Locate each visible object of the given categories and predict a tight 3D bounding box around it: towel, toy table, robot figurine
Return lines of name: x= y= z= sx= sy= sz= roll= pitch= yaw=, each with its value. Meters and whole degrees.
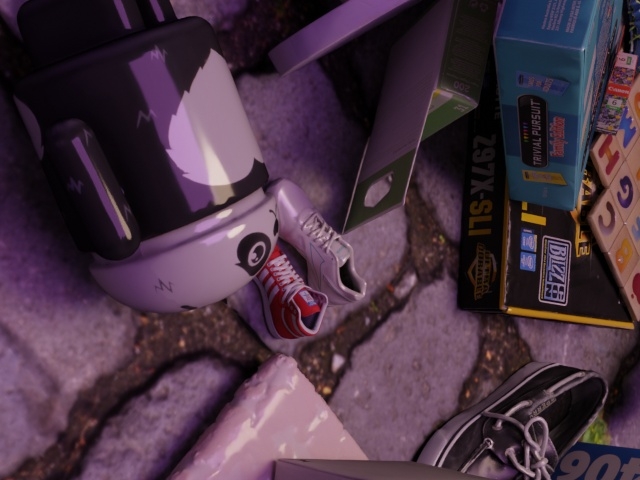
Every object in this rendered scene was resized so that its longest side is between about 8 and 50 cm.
towel: x=-0.055 y=0.328 z=0.938 sx=0.332 sy=0.053 sz=0.317 roll=-49 pitch=118 yaw=-29
toy table: x=0.045 y=-0.293 z=0.951 sx=0.274 sy=0.252 sz=0.161 roll=-29 pitch=97 yaw=-3
robot figurine: x=-0.137 y=-0.077 z=0.814 sx=0.209 sy=0.173 sz=0.278 roll=-27 pitch=104 yaw=-29

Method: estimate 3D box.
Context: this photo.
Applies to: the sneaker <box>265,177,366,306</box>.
sneaker: x=0.000 y=0.000 z=0.997 sx=0.054 sy=0.061 sz=0.152 roll=-44 pitch=113 yaw=-30

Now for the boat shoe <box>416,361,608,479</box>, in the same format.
boat shoe: x=0.223 y=0.240 z=1.136 sx=0.306 sy=0.105 sz=0.113 roll=-27 pitch=104 yaw=-37

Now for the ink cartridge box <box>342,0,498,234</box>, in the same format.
ink cartridge box: x=0.099 y=-0.122 z=1.012 sx=0.056 sy=0.171 sz=0.235 roll=17 pitch=76 yaw=-15

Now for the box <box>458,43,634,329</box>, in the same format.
box: x=0.289 y=-0.060 z=1.227 sx=0.257 sy=0.079 sz=0.322 roll=10 pitch=81 yaw=-37

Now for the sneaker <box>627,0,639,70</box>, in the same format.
sneaker: x=0.467 y=-0.303 z=1.377 sx=0.240 sy=0.091 sz=0.126 roll=51 pitch=59 yaw=-26

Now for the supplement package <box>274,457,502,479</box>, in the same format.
supplement package: x=0.062 y=0.352 z=0.885 sx=0.177 sy=0.175 sz=0.293 roll=10 pitch=82 yaw=-37

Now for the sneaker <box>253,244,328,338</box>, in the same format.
sneaker: x=-0.033 y=0.040 z=0.962 sx=0.042 sy=0.067 sz=0.118 roll=-27 pitch=104 yaw=-38

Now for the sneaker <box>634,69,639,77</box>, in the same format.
sneaker: x=0.441 y=-0.152 z=1.377 sx=0.076 sy=0.065 sz=0.166 roll=-42 pitch=112 yaw=-14

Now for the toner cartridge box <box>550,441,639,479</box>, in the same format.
toner cartridge box: x=0.352 y=0.313 z=1.081 sx=0.075 sy=0.348 sz=0.165 roll=52 pitch=58 yaw=-23

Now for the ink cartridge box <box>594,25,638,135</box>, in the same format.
ink cartridge box: x=0.351 y=-0.186 z=1.168 sx=0.115 sy=0.029 sz=0.063 roll=91 pitch=18 yaw=-49

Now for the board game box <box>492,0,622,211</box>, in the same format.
board game box: x=0.244 y=-0.212 z=0.988 sx=0.336 sy=0.079 sz=0.253 roll=61 pitch=45 yaw=-65

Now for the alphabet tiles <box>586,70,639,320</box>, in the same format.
alphabet tiles: x=0.446 y=-0.072 z=1.307 sx=0.342 sy=0.011 sz=0.285 roll=-50 pitch=123 yaw=-34
